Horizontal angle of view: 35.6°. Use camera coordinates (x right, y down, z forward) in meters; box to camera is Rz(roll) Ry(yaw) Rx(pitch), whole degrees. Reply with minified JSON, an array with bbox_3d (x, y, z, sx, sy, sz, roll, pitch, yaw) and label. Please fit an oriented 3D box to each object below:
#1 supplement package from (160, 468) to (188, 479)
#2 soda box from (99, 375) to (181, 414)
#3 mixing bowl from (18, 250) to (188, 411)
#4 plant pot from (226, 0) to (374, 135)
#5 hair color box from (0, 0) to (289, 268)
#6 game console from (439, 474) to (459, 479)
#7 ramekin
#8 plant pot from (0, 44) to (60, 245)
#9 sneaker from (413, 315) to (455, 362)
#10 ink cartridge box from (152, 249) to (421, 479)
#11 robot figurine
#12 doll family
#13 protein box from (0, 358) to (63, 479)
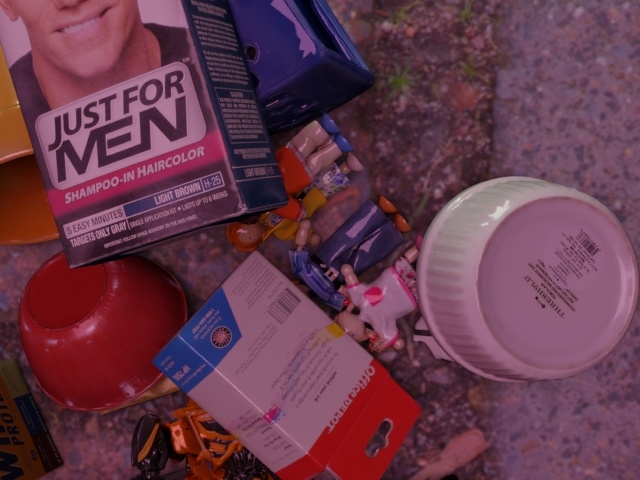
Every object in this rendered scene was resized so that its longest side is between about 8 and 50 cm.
[{"bbox_3d":[-0.176,0.381,1.022,0.133,0.139,0.244,-20,87,8],"label":"supplement package"},{"bbox_3d":[-0.153,0.129,1.064,0.181,0.058,0.061,-18,86,8],"label":"soda box"},{"bbox_3d":[-0.238,0.072,1.019,0.181,0.098,0.181,-8,57,13],"label":"mixing bowl"},{"bbox_3d":[-0.111,-0.199,0.982,0.212,0.236,0.236,-35,85,13],"label":"plant pot"},{"bbox_3d":[-0.167,-0.168,0.831,0.173,0.105,0.347,-17,89,19],"label":"hair color box"},{"bbox_3d":[0.107,0.319,1.026,0.071,0.107,0.122,-23,86,43],"label":"game console"},{"bbox_3d":[0.204,0.039,0.959,0.207,0.109,0.207,0,90,-12],"label":"ramekin"},{"bbox_3d":[-0.305,-0.123,1.032,0.205,0.205,0.188,-23,70,7],"label":"plant pot"},{"bbox_3d":[0.145,0.113,1.038,0.109,0.040,0.044,37,110,10],"label":"sneaker"},{"bbox_3d":[-0.029,0.139,0.962,0.231,0.078,0.134,43,50,-3],"label":"ink cartridge box"},{"bbox_3d":[-0.066,0.273,0.967,0.085,0.211,0.291,-41,64,44],"label":"robot figurine"},{"bbox_3d":[0.000,0.000,1.032,0.163,0.118,0.263,-39,102,-1],"label":"doll family"},{"bbox_3d":[-0.413,0.233,1.026,0.199,0.201,0.136,-27,86,7],"label":"protein box"}]
